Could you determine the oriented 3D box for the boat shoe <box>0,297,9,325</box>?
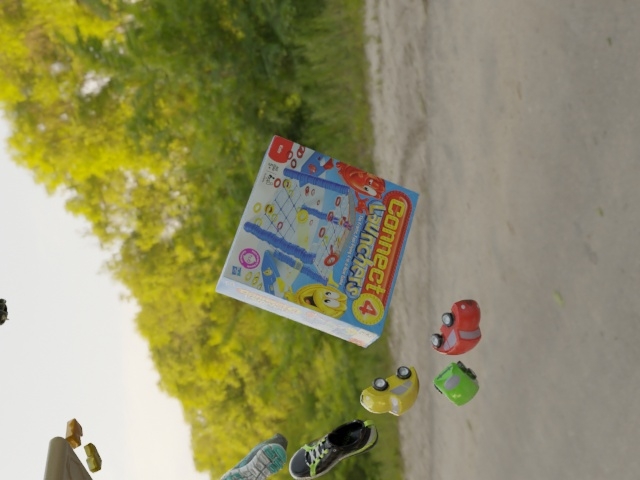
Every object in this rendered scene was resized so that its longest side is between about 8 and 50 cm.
[{"bbox_3d":[-0.540,0.117,1.355,0.078,0.070,0.220,-145,50,-62],"label":"boat shoe"}]

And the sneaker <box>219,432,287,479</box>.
[{"bbox_3d":[-0.116,0.411,1.534,0.065,0.166,0.076,49,-159,-7],"label":"sneaker"}]

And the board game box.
[{"bbox_3d":[0.000,0.000,1.560,0.086,0.301,0.308,127,162,-64],"label":"board game box"}]

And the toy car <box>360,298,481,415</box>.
[{"bbox_3d":[0.200,0.216,1.332,0.225,0.239,0.053,36,-168,-49],"label":"toy car"}]

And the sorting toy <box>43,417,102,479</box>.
[{"bbox_3d":[-0.455,0.485,1.603,0.229,0.041,0.307,62,180,-24],"label":"sorting toy"}]

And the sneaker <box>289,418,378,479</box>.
[{"bbox_3d":[0.020,0.464,1.920,0.097,0.234,0.084,51,-168,-52],"label":"sneaker"}]
